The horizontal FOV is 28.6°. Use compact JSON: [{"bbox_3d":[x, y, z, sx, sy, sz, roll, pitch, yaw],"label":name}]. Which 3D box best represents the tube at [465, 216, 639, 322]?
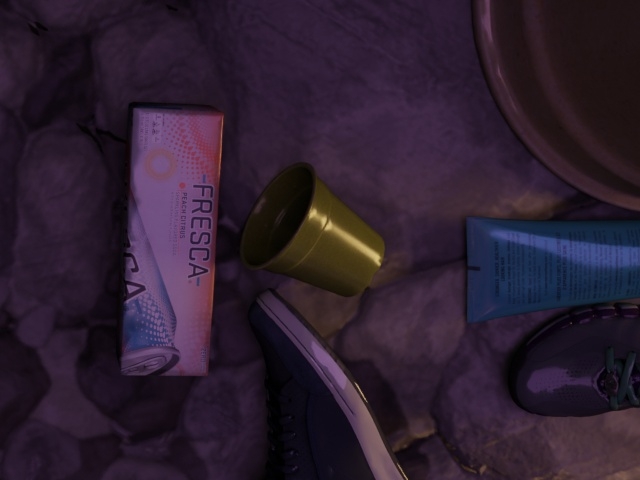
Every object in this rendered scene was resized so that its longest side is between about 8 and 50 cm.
[{"bbox_3d":[0.210,0.016,0.933,0.207,0.052,0.080,-4,96,-6],"label":"tube"}]

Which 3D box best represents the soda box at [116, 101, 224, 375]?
[{"bbox_3d":[-0.104,-0.002,0.856,0.063,0.058,0.183,2,98,-12],"label":"soda box"}]

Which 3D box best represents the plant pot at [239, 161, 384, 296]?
[{"bbox_3d":[0.000,0.000,0.874,0.079,0.083,0.083,30,92,-27],"label":"plant pot"}]

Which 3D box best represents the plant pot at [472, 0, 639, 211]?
[{"bbox_3d":[0.302,-0.159,0.789,0.334,0.305,0.333,-2,100,-12],"label":"plant pot"}]

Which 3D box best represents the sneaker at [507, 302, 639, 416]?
[{"bbox_3d":[0.254,0.088,0.925,0.224,0.098,0.083,-12,101,-10],"label":"sneaker"}]

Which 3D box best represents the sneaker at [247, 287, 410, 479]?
[{"bbox_3d":[-0.035,0.161,0.882,0.163,0.086,0.226,-30,105,-9],"label":"sneaker"}]
